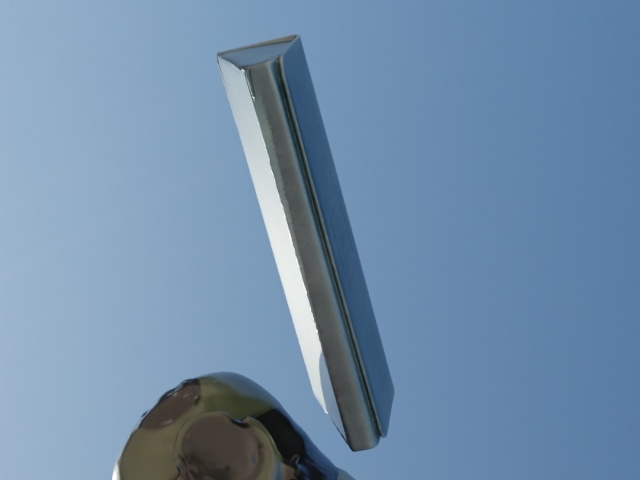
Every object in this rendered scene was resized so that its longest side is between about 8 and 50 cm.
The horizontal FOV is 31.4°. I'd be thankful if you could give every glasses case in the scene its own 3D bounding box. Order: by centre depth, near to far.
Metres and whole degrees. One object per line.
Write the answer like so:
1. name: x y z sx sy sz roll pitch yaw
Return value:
1. glasses case: 0.000 0.000 0.762 0.056 0.266 0.105 -19 -161 -10

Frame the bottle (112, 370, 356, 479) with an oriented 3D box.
1. bottle: -0.001 0.245 0.780 0.168 0.168 0.347 -44 -104 2
